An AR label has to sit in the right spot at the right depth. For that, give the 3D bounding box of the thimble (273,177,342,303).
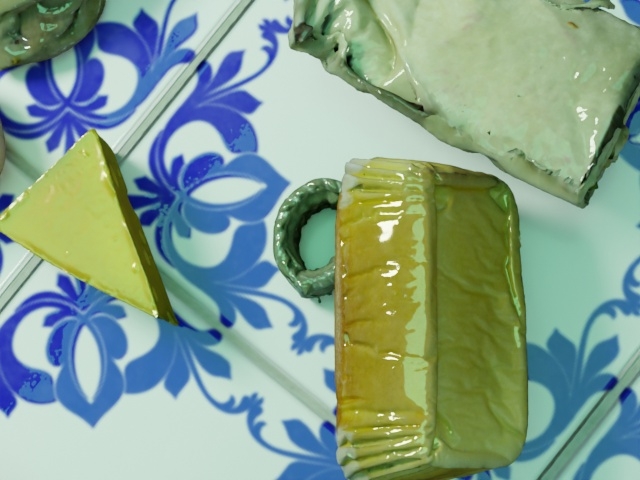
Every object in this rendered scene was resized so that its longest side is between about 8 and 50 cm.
[{"bbox_3d":[0.000,0.000,1.434,0.084,0.062,0.110,12,83,7],"label":"thimble"}]

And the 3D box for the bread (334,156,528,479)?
[{"bbox_3d":[0.092,0.068,1.364,0.153,0.119,0.288,6,79,-38],"label":"bread"}]

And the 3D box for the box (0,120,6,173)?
[{"bbox_3d":[-0.396,-0.083,1.482,0.200,0.088,0.146,-19,80,5],"label":"box"}]

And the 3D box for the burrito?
[{"bbox_3d":[0.131,-0.173,1.409,0.332,0.135,0.190,30,82,12],"label":"burrito"}]

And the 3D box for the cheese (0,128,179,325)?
[{"bbox_3d":[-0.190,0.009,1.441,0.126,0.093,0.171,-42,79,-4],"label":"cheese"}]

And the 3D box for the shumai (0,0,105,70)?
[{"bbox_3d":[-0.290,-0.264,1.483,0.201,0.120,0.201,-1,83,4],"label":"shumai"}]
